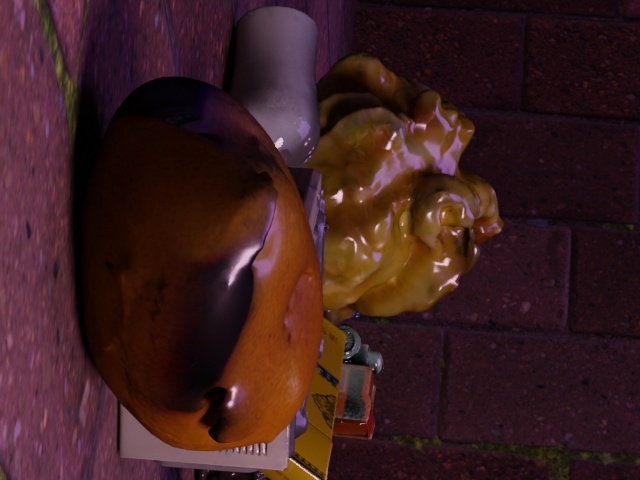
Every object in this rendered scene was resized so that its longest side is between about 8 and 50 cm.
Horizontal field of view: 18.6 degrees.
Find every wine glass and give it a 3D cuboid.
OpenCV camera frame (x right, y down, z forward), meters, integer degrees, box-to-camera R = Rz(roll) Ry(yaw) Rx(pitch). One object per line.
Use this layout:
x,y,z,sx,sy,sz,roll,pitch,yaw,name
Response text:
-0.050,-0.122,1.975,0.103,0.103,0.231,88,3,-57,wine glass

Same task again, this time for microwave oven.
-0.071,0.061,1.555,0.240,0.145,0.194,-77,168,-69,microwave oven

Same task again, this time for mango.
-0.075,0.025,1.299,0.287,0.153,0.201,90,25,-43,mango

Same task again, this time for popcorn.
0.029,-0.056,2.203,0.325,0.321,0.290,-109,179,-53,popcorn

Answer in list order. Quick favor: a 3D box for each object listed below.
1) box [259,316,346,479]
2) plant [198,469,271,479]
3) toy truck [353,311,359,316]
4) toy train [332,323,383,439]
-0.051,0.129,1.946,0.041,0.153,0.279,-44,-164,24,box
-0.058,0.245,1.998,0.142,0.131,0.203,74,5,-75,plant
0.000,0.000,2.677,0.177,0.161,0.213,-135,-134,-69,toy truck
-0.022,0.148,2.118,0.074,0.176,0.118,84,12,-62,toy train
